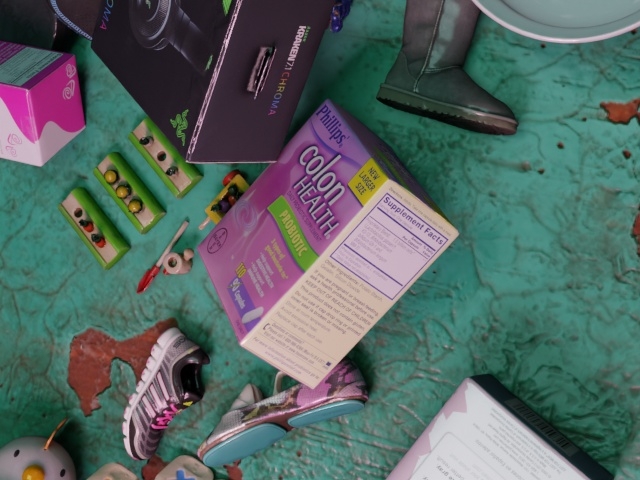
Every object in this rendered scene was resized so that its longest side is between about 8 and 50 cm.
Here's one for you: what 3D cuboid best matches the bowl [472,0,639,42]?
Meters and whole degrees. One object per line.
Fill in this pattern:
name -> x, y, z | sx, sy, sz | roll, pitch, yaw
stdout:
bowl -> 0.291, -0.349, 1.394 | 0.298, 0.134, 0.298 | -1, 86, 18

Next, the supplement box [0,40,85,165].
supplement box -> -0.428, -0.186, 1.639 | 0.220, 0.114, 0.111 | 14, 127, 21

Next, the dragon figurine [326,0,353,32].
dragon figurine -> -0.020, -0.387, 1.536 | 0.144, 0.085, 0.289 | 6, 90, 20

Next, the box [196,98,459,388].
box -> 0.000, 0.000, 1.434 | 0.243, 0.117, 0.213 | -47, 33, 11

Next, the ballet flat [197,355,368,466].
ballet flat -> -0.050, 0.198, 1.526 | 0.221, 0.077, 0.079 | -24, 61, 12

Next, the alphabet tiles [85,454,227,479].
alphabet tiles -> -0.178, 0.369, 1.472 | 0.284, 0.278, 0.021 | 30, 131, 19

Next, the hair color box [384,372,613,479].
hair color box -> 0.133, 0.351, 1.422 | 0.185, 0.113, 0.374 | 40, 99, 18

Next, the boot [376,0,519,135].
boot -> 0.168, -0.240, 1.475 | 0.189, 0.076, 0.208 | 20, 87, 18

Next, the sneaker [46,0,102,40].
sneaker -> -0.203, -0.391, 1.602 | 0.341, 0.125, 0.140 | -36, 117, 3

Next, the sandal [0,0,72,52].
sandal -> -0.513, -0.386, 1.680 | 0.445, 0.107, 0.167 | 36, 122, 18

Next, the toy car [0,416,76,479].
toy car -> -0.367, 0.321, 1.567 | 0.219, 0.210, 0.238 | 22, 70, -8

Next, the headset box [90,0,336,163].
headset box -> -0.121, -0.252, 1.450 | 0.283, 0.131, 0.246 | 49, 128, 38

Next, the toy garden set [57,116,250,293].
toy garden set -> -0.197, -0.049, 1.600 | 0.244, 0.049, 0.204 | -43, 74, 13

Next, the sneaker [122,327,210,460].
sneaker -> -0.186, 0.197, 1.573 | 0.074, 0.063, 0.170 | 20, 89, 26
